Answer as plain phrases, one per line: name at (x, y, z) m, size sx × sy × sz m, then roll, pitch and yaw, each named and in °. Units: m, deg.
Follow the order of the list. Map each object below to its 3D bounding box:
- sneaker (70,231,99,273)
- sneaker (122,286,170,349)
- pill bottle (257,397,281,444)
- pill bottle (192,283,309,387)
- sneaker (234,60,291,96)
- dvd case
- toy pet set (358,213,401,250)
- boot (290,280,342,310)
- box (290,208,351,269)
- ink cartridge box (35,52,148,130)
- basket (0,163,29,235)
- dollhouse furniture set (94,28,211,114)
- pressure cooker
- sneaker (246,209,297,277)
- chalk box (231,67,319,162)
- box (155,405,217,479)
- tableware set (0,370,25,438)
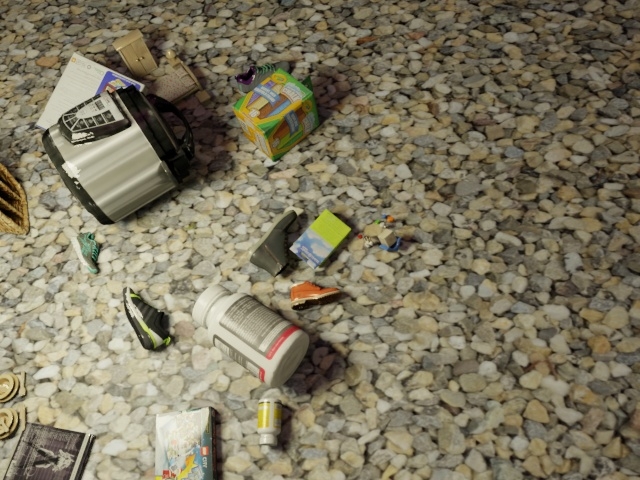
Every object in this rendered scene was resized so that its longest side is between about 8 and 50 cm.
sneaker at (-0.763, 0.033, 1.847) m, size 0.076 × 0.065 × 0.166 m, roll -31°, pitch 64°, yaw -12°
sneaker at (-0.531, 0.234, 1.714) m, size 0.097 × 0.084 × 0.235 m, roll -20°, pitch 60°, yaw -29°
pill bottle at (-0.139, 0.492, 1.515) m, size 0.065 × 0.065 × 0.116 m, roll -3°, pitch 62°, yaw 7°
pill bottle at (-0.204, 0.257, 1.583) m, size 0.318 × 0.176 × 0.176 m, roll 31°, pitch 71°, yaw 21°
sneaker at (-0.211, -0.620, 2.077) m, size 0.223 × 0.098 × 0.083 m, roll -33°, pitch 63°, yaw -9°
dvd case at (-0.762, 0.612, 1.573) m, size 0.221 × 0.018 × 0.165 m, roll 5°, pitch 63°, yaw 12°
toy pet set at (0.200, -0.011, 1.740) m, size 0.122 × 0.065 × 0.114 m, roll -39°, pitch 29°, yaw -15°
boot at (-0.015, 0.152, 1.678) m, size 0.157 × 0.059 × 0.085 m, roll -11°, pitch 57°, yaw 4°
box at (0.000, 0.000, 1.750) m, size 0.109 × 0.042 × 0.178 m, roll 39°, pitch 74°, yaw 11°
ink cartridge box at (-0.831, -0.487, 2.045) m, size 0.303 × 0.072 × 0.307 m, roll 26°, pitch 89°, yaw 4°
basket at (-1.108, -0.178, 1.871) m, size 0.223 × 0.299 × 0.214 m, roll 7°, pitch 63°, yaw 14°
dollhouse furniture set at (-0.636, -0.598, 2.087) m, size 0.303 × 0.174 × 0.355 m, roll -35°, pitch 63°, yaw -9°
pressure cooker at (-0.627, -0.300, 1.830) m, size 0.420 × 0.375 × 0.370 m, roll -32°, pitch 102°, yaw -9°
sneaker at (-0.120, 0.011, 1.763) m, size 0.118 × 0.083 × 0.222 m, roll 37°, pitch 71°, yaw 8°
chalk box at (-0.124, -0.451, 1.932) m, size 0.289 × 0.180 × 0.179 m, roll -41°, pitch 65°, yaw -11°
box at (-0.364, 0.581, 1.515) m, size 0.159 × 0.044 × 0.233 m, roll -9°, pitch 62°, yaw 4°
tableware set at (-0.939, 0.482, 1.645) m, size 0.128 × 0.039 × 0.194 m, roll -20°, pitch 59°, yaw 2°
